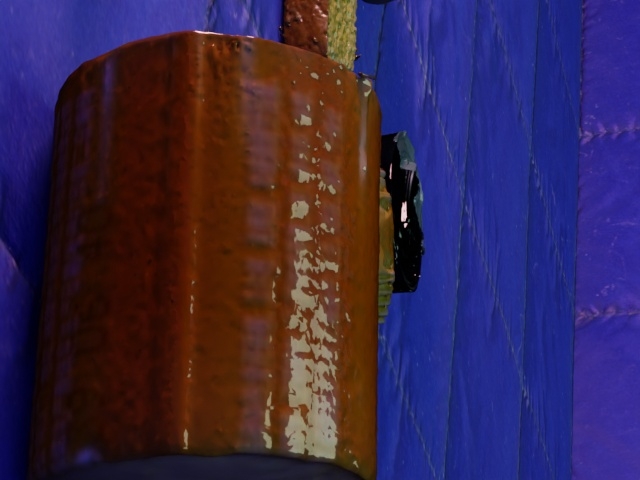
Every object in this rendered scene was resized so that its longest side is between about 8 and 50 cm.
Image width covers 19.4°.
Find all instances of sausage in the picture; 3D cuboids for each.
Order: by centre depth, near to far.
[{"bbox_3d":[-0.074,0.038,1.258,0.233,0.233,0.287,54,35,-63],"label":"sausage"}]

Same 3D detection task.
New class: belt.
[{"bbox_3d":[0.069,-0.030,2.085,0.151,0.078,0.198,60,28,-54],"label":"belt"}]

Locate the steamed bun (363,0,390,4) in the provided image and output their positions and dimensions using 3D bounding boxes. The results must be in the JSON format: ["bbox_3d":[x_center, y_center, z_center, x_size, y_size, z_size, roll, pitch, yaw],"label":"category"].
[{"bbox_3d":[0.116,-0.445,2.105,0.309,0.219,0.324,68,23,-49],"label":"steamed bun"}]

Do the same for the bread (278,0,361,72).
[{"bbox_3d":[0.001,-0.247,1.926,0.103,0.065,0.187,54,33,-65],"label":"bread"}]

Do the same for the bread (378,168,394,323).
[{"bbox_3d":[0.000,0.000,1.717,0.114,0.132,0.190,7,82,-74],"label":"bread"}]
